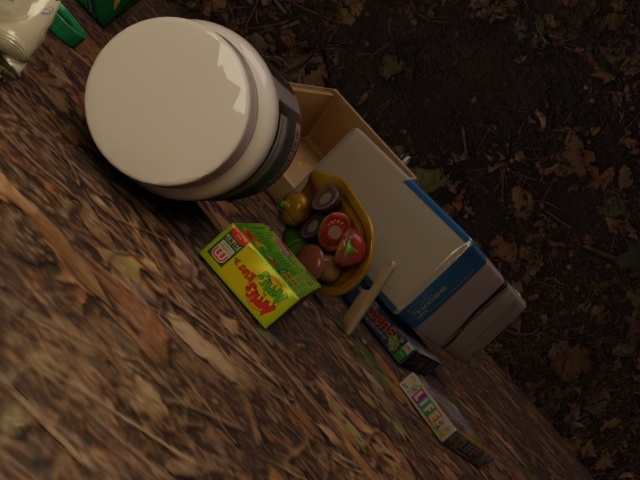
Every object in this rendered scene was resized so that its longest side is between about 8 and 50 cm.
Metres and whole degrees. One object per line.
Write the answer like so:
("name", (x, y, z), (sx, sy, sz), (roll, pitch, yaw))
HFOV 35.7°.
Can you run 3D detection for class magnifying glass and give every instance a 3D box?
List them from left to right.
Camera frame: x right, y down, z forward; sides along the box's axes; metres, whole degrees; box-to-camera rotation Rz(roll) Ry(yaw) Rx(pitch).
("magnifying glass", (-0.351, -0.313, 1.137), (0.231, 0.026, 0.092), (48, 6, 1))

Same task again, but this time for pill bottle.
("pill bottle", (-0.111, -0.117, 0.927), (0.161, 0.161, 0.283), (49, 6, 2))

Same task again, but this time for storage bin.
("storage bin", (-0.012, -0.158, 1.791), (0.260, 0.123, 0.262), (-1, 45, -50))

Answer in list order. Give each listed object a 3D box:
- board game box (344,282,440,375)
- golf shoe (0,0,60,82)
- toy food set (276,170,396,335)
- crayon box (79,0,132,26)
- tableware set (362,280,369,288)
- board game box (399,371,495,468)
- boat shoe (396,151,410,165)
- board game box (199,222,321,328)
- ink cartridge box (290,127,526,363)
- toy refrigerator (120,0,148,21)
("board game box", (0.116, 0.143, 1.560), (0.136, 0.035, 0.201), (50, 5, 20))
("golf shoe", (-0.251, -0.197, 0.800), (0.069, 0.086, 0.176), (40, 8, -46))
("toy food set", (0.000, 0.000, 1.273), (0.071, 0.128, 0.218), (14, 34, -43))
("crayon box", (-0.329, -0.458, 1.578), (0.165, 0.081, 0.278), (47, 25, -14))
("tableware set", (0.105, 0.088, 1.922), (0.104, 0.024, 0.154), (48, 6, -5))
("board game box", (0.172, 0.244, 1.336), (0.103, 0.026, 0.154), (52, 7, 37))
("boat shoe", (0.083, -0.110, 2.032), (0.079, 0.233, 0.084), (52, 20, 4))
("board game box", (-0.054, 0.030, 0.971), (0.092, 0.043, 0.181), (48, 5, 3))
("ink cartridge box", (0.157, 0.023, 1.663), (0.285, 0.166, 0.395), (48, 5, 29))
("toy refrigerator", (-0.413, -0.532, 1.801), (0.269, 0.094, 0.102), (50, 6, 22))
